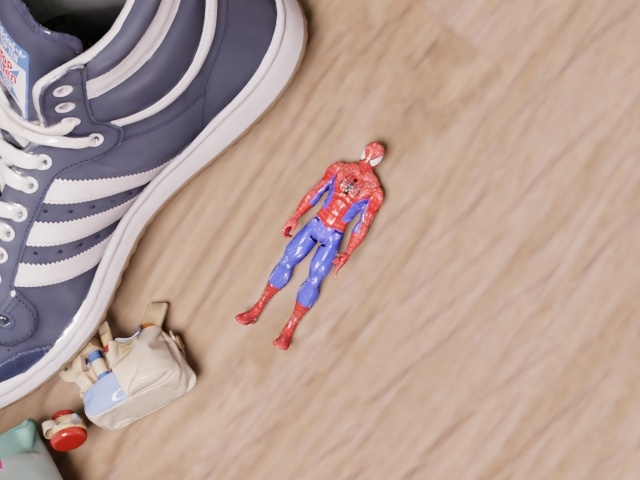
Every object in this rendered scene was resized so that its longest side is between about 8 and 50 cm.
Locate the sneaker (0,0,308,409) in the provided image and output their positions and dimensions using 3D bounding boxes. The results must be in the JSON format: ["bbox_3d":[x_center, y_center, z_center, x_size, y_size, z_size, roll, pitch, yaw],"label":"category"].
[{"bbox_3d":[-0.141,-0.037,0.778,0.282,0.153,0.099,-49,62,9],"label":"sneaker"}]

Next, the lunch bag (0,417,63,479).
[{"bbox_3d":[-0.229,0.243,0.829,0.262,0.160,0.223,-25,91,17],"label":"lunch bag"}]

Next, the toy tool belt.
[{"bbox_3d":[-0.109,0.069,0.851,0.083,0.052,0.051,-29,58,10],"label":"toy tool belt"}]

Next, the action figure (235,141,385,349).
[{"bbox_3d":[0.000,0.000,0.828,0.038,0.030,0.115,33,99,12],"label":"action figure"}]
